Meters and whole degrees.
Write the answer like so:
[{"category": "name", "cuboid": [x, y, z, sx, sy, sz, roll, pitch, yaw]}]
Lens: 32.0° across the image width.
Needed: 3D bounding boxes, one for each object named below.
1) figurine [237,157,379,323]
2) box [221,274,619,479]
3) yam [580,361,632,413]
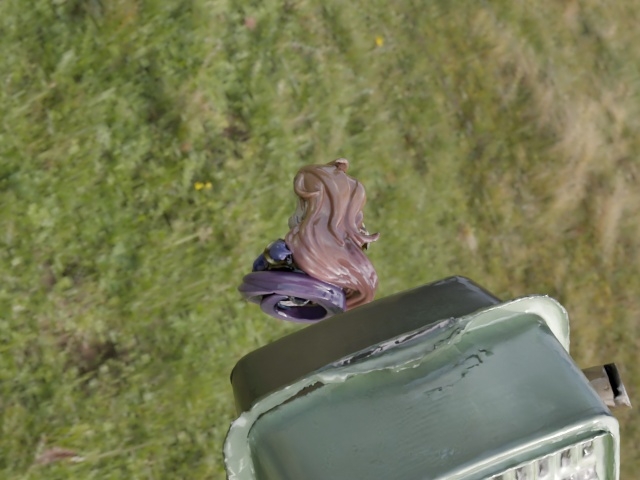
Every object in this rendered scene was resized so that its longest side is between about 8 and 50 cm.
[{"category": "figurine", "cuboid": [0.006, 0.005, 1.000, 0.126, 0.114, 0.157, 40, 73, -45]}, {"category": "box", "cuboid": [0.063, 0.173, 0.688, 0.166, 0.221, 0.290, -128, -157, -50]}, {"category": "yam", "cuboid": [0.117, 0.147, 0.912, 0.046, 0.264, 0.046, -14, 90, -80]}]
